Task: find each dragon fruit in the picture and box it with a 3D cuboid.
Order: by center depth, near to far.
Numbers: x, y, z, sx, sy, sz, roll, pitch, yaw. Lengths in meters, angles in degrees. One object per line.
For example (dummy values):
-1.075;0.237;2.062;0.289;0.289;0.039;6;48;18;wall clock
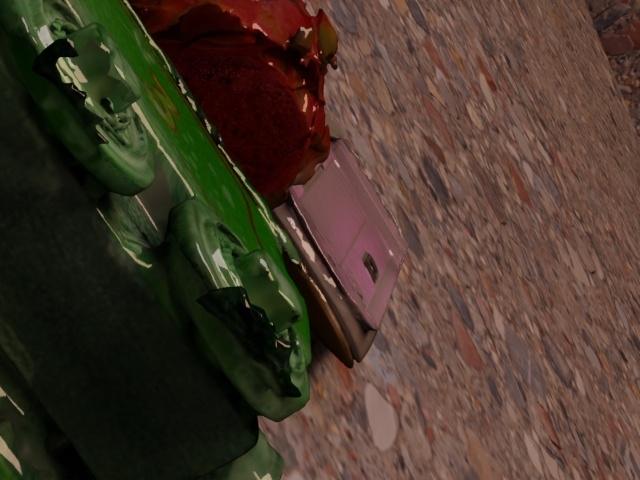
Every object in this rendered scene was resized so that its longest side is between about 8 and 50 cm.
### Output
-0.058;-0.078;0.875;0.207;0.133;0.150;28;62;-88;dragon fruit

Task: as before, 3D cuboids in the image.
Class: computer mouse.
0.000;0.000;1.018;0.126;0.056;0.245;57;11;-7;computer mouse

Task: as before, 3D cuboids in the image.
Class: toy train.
-0.096;-0.010;0.651;0.243;0.132;0.188;57;10;-17;toy train

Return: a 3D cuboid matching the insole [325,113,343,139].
-0.051;-0.101;1.028;0.197;0.004;0.065;26;19;-45;insole
